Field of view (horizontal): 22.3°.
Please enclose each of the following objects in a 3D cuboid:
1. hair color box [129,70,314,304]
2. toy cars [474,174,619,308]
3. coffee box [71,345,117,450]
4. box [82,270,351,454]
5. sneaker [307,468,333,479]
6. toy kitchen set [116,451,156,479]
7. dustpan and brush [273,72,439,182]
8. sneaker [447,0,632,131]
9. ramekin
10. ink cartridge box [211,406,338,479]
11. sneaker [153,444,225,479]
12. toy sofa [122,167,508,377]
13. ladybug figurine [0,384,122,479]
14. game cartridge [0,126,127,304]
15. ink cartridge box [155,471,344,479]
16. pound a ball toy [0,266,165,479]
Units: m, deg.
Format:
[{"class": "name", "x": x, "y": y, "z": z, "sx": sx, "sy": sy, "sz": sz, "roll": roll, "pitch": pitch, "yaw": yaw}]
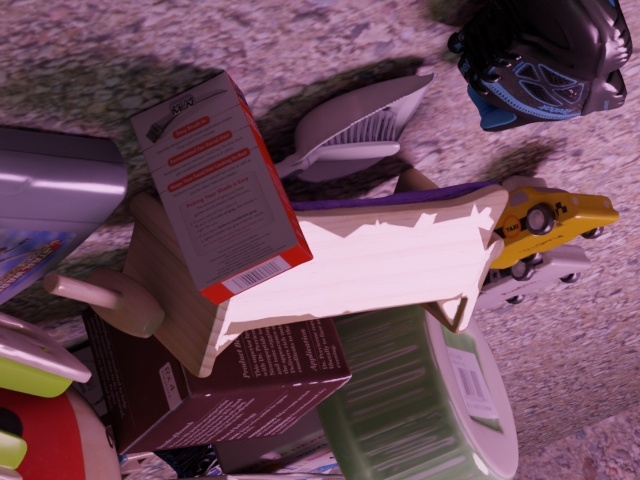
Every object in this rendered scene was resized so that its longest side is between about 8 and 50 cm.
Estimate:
[{"class": "hair color box", "x": -0.082, "y": -0.043, "z": 1.331, "sx": 0.093, "sy": 0.167, "sz": 0.053, "roll": -25, "pitch": 160, "yaw": 6}, {"class": "toy cars", "x": 0.242, "y": -0.003, "z": 1.956, "sx": 0.176, "sy": 0.087, "sz": 0.393, "roll": -9, "pitch": 164, "yaw": -2}, {"class": "coffee box", "x": -0.295, "y": 0.201, "z": 1.861, "sx": 0.246, "sy": 0.098, "sz": 0.141, "roll": -23, "pitch": 164, "yaw": 1}, {"class": "box", "x": -0.110, "y": 0.110, "z": 1.699, "sx": 0.203, "sy": 0.168, "sz": 0.167, "roll": -3, "pitch": 155, "yaw": -35}, {"class": "sneaker", "x": -0.001, "y": 0.237, "z": 2.293, "sx": 0.315, "sy": 0.127, "sz": 0.182, "roll": -37, "pitch": 154, "yaw": 20}, {"class": "toy kitchen set", "x": -0.299, "y": 0.381, "z": 2.246, "sx": 0.122, "sy": 0.166, "sz": 0.207, "roll": -8, "pitch": 156, "yaw": -38}, {"class": "dustpan and brush", "x": 0.001, "y": -0.083, "z": 1.482, "sx": 0.211, "sy": 0.060, "sz": 0.147, "roll": -9, "pitch": 158, "yaw": -19}, {"class": "sneaker", "x": 0.180, "y": -0.168, "z": 1.363, "sx": 0.140, "sy": 0.125, "sz": 0.341, "roll": -20, "pitch": 160, "yaw": 6}, {"class": "ramekin", "x": 0.116, "y": 0.184, "z": 1.926, "sx": 0.148, "sy": 0.303, "sz": 0.303, "roll": -23, "pitch": 162, "yaw": 18}, {"class": "ink cartridge box", "x": -0.031, "y": 0.192, "z": 2.030, "sx": 0.171, "sy": 0.168, "sz": 0.233, "roll": -27, "pitch": 161, "yaw": 17}, {"class": "sneaker", "x": -0.156, "y": 0.244, "z": 2.067, "sx": 0.130, "sy": 0.147, "sz": 0.330, "roll": -31, "pitch": 159, "yaw": 23}, {"class": "toy sofa", "x": 0.000, "y": 0.000, "z": 1.567, "sx": 0.362, "sy": 0.150, "sz": 0.177, "roll": -7, "pitch": 125, "yaw": -39}, {"class": "ladybug figurine", "x": -0.389, "y": 0.209, "z": 1.567, "sx": 0.449, "sy": 0.305, "sz": 0.162, "roll": 2, "pitch": 106, "yaw": -42}, {"class": "game cartridge", "x": -0.309, "y": 0.004, "z": 1.382, "sx": 0.297, "sy": 0.062, "sz": 0.198, "roll": -35, "pitch": 154, "yaw": 31}, {"class": "ink cartridge box", "x": -0.158, "y": 0.346, "z": 1.939, "sx": 0.353, "sy": 0.119, "sz": 0.207, "roll": -8, "pitch": 168, "yaw": 20}, {"class": "pound a ball toy", "x": -0.297, "y": 0.077, "z": 1.363, "sx": 0.208, "sy": 0.136, "sz": 0.319, "roll": -57, "pitch": 153, "yaw": 1}]
